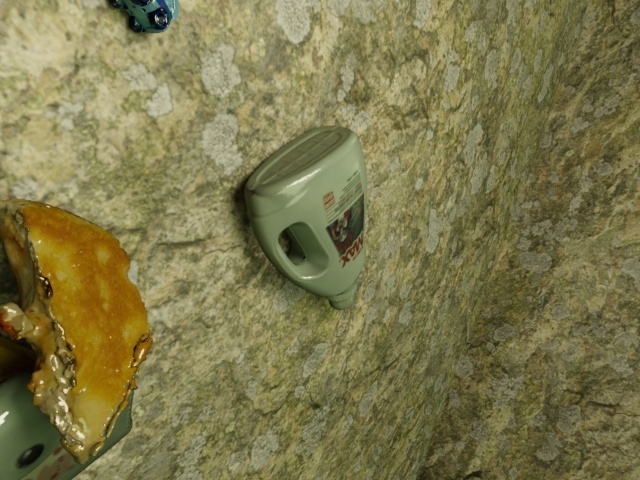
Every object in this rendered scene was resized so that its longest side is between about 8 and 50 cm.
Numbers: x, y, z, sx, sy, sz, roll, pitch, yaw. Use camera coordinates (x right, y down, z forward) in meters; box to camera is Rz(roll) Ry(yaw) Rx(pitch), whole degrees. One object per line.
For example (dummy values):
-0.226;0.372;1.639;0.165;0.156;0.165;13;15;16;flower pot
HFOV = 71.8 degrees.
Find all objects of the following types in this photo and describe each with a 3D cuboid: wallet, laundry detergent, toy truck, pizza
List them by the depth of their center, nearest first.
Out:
-0.282;0.097;0.518;0.071;0.296;0.189;-26;166;11;pizza
-0.369;0.265;0.519;0.360;0.083;0.252;-35;151;-56;wallet
-0.210;-0.311;0.553;0.073;0.056;0.090;54;52;-52;toy truck
0.000;0.000;0.894;0.264;0.125;0.397;-42;137;-30;laundry detergent

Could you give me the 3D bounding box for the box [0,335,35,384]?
-0.449;0.255;0.543;0.269;0.044;0.152;-53;143;-17;box
